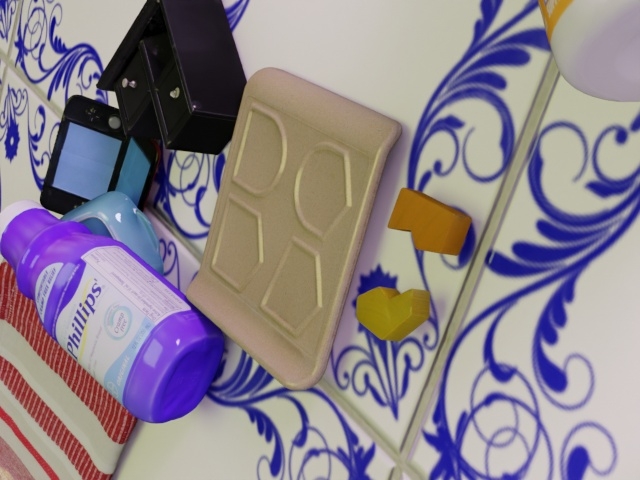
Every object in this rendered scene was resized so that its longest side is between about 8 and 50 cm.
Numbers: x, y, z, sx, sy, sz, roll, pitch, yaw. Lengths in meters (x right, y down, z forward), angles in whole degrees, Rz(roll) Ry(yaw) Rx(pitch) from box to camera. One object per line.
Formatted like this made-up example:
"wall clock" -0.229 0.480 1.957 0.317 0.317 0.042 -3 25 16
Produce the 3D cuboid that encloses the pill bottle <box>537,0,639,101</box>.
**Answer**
"pill bottle" 0.168 -0.225 0.551 0.152 0.152 0.272 -32 61 48

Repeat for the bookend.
"bookend" -0.146 -0.139 1.035 0.157 0.072 0.156 -45 53 42

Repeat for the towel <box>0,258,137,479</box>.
"towel" -0.313 0.183 1.188 0.237 0.037 0.329 41 123 21

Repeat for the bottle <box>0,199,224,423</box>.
"bottle" -0.219 0.057 1.034 0.283 0.092 0.118 37 114 28

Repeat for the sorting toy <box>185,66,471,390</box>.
"sorting toy" 0.000 0.000 0.857 0.307 0.041 0.229 33 109 50

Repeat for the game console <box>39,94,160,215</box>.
"game console" -0.244 -0.068 1.149 0.085 0.124 0.144 -83 13 -68

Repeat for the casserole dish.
"casserole dish" -0.242 0.017 1.135 0.188 0.037 0.114 -21 97 46
